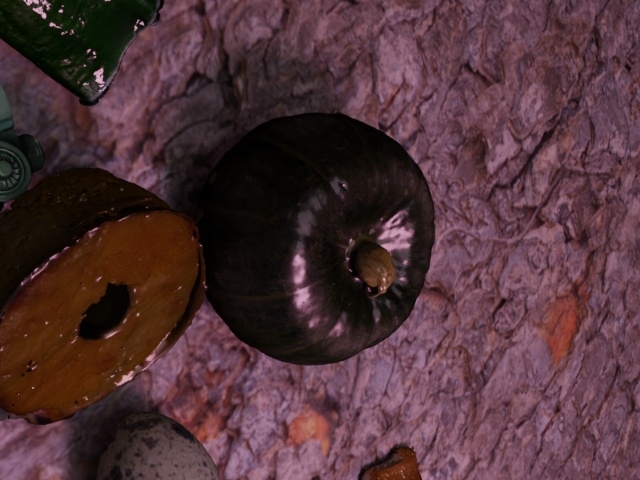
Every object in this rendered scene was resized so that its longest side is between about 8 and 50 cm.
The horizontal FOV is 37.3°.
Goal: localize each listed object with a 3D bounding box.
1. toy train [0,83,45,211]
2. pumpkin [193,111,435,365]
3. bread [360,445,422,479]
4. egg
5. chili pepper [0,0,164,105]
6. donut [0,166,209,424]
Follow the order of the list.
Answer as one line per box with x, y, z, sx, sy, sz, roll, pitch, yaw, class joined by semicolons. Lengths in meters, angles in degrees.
-0.361;-0.069;0.804;0.248;0.101;0.159;-28;99;-40;toy train
0.000;0.000;1.083;0.300;0.207;0.300;-12;110;-36;pumpkin
0.107;0.368;1.356;0.129;0.044;0.126;-15;105;-39;bread
-0.171;0.263;1.001;0.132;0.132;0.172;-23;102;-41;egg
-0.274;-0.252;0.858;0.136;0.099;0.270;-49;137;2;chili pepper
-0.226;0.048;0.886;0.272;0.107;0.272;-36;152;-23;donut
